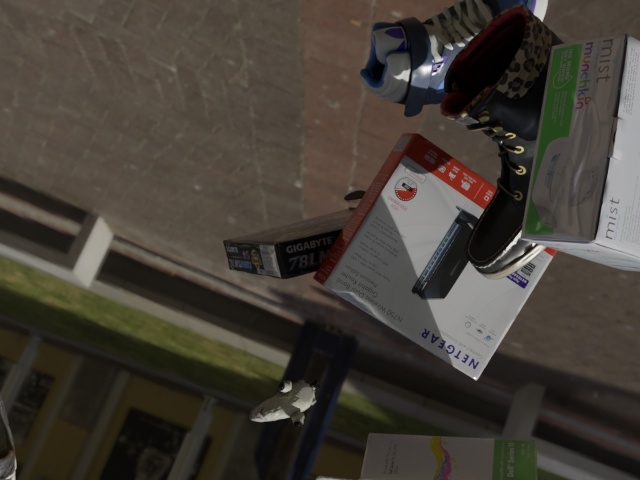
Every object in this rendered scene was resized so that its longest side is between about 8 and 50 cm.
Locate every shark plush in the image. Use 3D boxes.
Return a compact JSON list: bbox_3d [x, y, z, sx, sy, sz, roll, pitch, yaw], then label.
[{"bbox_3d":[-0.048,0.242,1.460,0.067,0.161,0.073,-26,97,29],"label":"shark plush"}]

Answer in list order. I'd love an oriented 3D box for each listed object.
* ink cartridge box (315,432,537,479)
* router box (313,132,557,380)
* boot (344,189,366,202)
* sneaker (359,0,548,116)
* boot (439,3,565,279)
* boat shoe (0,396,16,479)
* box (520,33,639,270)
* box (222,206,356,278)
[{"bbox_3d":[0.183,0.438,1.555,0.353,0.119,0.207,0,121,13],"label":"ink cartridge box"},{"bbox_3d":[0.208,0.029,1.606,0.335,0.301,0.082,32,179,-15],"label":"router box"},{"bbox_3d":[0.113,-0.062,2.132,0.106,0.037,0.114,-7,127,4],"label":"boot"},{"bbox_3d":[0.209,-0.347,1.586,0.236,0.130,0.323,0,150,-39],"label":"sneaker"},{"bbox_3d":[0.282,-0.141,1.380,0.284,0.377,0.138,27,-162,-37],"label":"boot"},{"bbox_3d":[-0.537,0.358,1.487,0.098,0.277,0.096,-11,-178,-45],"label":"boat shoe"},{"bbox_3d":[0.398,-0.102,1.202,0.231,0.262,0.126,13,175,-35],"label":"box"},{"bbox_3d":[0.000,0.000,1.754,0.295,0.073,0.293,-14,-171,-22],"label":"box"}]
